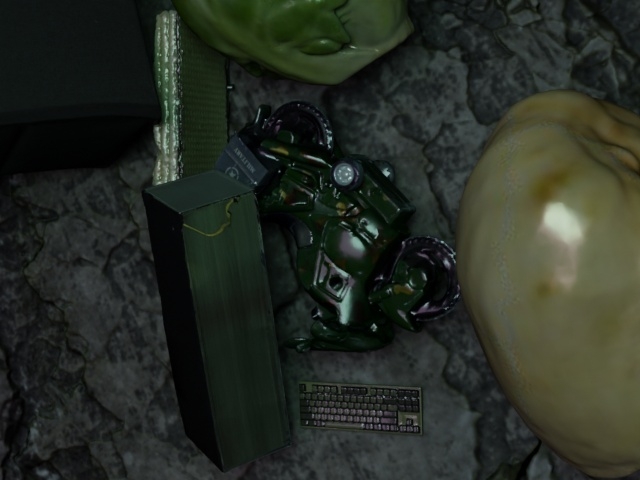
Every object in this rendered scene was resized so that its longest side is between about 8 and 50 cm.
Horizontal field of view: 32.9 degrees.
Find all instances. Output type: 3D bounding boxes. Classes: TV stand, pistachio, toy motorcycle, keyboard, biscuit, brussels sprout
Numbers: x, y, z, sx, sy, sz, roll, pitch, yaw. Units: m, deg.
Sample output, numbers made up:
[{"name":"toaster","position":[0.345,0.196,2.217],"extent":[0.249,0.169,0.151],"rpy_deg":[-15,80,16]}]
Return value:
[{"name":"TV stand","position":[-0.097,0.076,1.023],"extent":[0.088,0.083,0.269],"rpy_deg":[29,131,55]},{"name":"pistachio","position":[0.224,0.032,0.902],"extent":[0.238,0.229,0.321],"rpy_deg":[-13,93,58]},{"name":"toy motorcycle","position":[0.000,0.000,1.034],"extent":[0.187,0.125,0.274],"rpy_deg":[-47,71,21]},{"name":"keyboard","position":[0.038,0.166,1.077],"extent":[0.129,0.015,0.049],"rpy_deg":[1,92,20]},{"name":"biscuit","position":[-0.126,-0.120,1.075],"extent":[0.040,0.121,0.199],"rpy_deg":[1,92,21]},{"name":"brussels sprout","position":[-0.027,-0.254,0.988],"extent":[0.244,0.244,0.244],"rpy_deg":[0,91,20]}]

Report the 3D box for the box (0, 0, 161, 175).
[{"name":"box","position":[-0.329,-0.239,1.036],"extent":[0.204,0.251,0.345],"rpy_deg":[-26,75,62]}]
